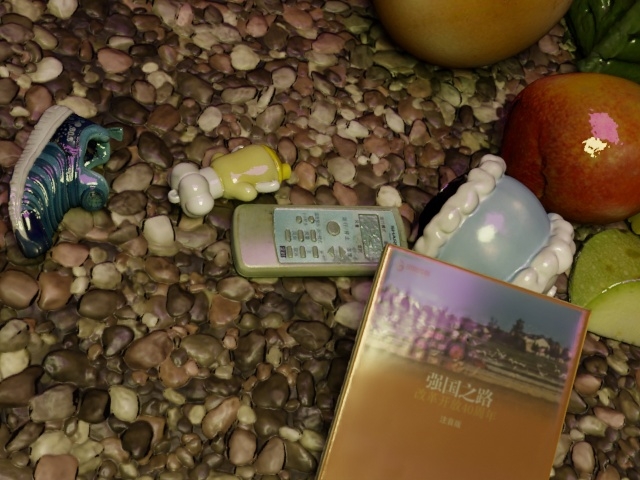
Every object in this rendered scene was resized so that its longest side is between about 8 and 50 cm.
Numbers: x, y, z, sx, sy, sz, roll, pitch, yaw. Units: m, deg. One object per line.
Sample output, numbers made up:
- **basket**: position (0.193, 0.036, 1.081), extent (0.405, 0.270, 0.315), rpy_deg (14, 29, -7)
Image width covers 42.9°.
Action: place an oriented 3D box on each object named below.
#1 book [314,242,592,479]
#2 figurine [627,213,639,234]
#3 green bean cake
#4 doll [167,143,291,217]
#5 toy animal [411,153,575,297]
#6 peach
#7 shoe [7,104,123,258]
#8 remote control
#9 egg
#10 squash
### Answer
- **book**: position (0.143, 0.218, 0.924), extent (0.262, 0.028, 0.374), rpy_deg (18, 81, -6)
- **figurine**: position (0.630, -0.043, 1.212), extent (0.315, 0.168, 0.187), rpy_deg (17, 21, -18)
- **green bean cake**: position (0.515, -0.436, 1.267), extent (0.218, 0.335, 0.319), rpy_deg (3, 60, -25)
- **doll**: position (-0.120, -0.079, 1.049), extent (0.162, 0.062, 0.106), rpy_deg (-19, 42, -25)
- **toy animal**: position (0.229, 0.004, 1.048), extent (0.204, 0.156, 0.208), rpy_deg (43, 57, 4)
- **peach**: position (0.367, -0.130, 1.127), extent (0.230, 0.231, 0.231), rpy_deg (6, 62, -12)
- **shoe**: position (-0.307, -0.070, 0.976), extent (0.106, 0.091, 0.207), rpy_deg (15, 57, -2)
- **remote control**: position (0.000, 0.000, 1.060), extent (0.233, 0.038, 0.098), rpy_deg (1, 64, -16)
- **egg**: position (0.231, -0.400, 1.185), extent (0.351, 0.283, 0.283), rpy_deg (-27, 73, -25)
- **squash**: position (0.450, 0.051, 1.132), extent (0.191, 0.085, 0.184), rpy_deg (17, 61, -8)
